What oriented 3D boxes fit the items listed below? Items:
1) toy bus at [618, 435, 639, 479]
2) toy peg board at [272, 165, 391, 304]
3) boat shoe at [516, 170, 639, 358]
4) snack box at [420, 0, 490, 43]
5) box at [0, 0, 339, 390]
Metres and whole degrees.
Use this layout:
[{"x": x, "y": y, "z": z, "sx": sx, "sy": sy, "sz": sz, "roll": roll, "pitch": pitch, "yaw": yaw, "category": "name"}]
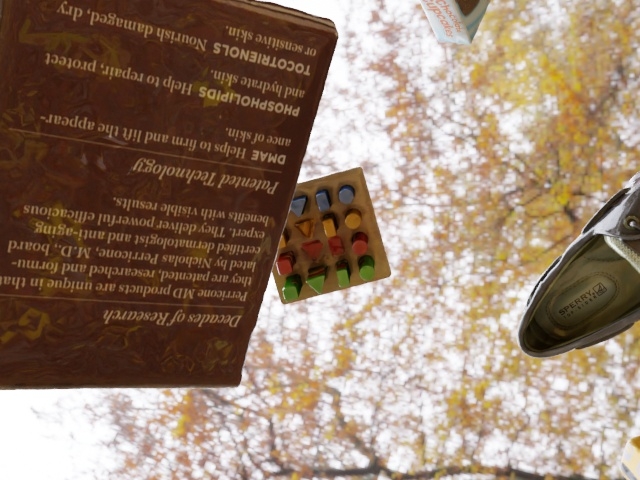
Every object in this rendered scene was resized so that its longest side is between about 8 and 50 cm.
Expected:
[{"x": 0.500, "y": 0.227, "z": 1.028, "sx": 0.333, "sy": 0.108, "sz": 0.130, "roll": 0, "pitch": -60, "yaw": -23, "category": "toy bus"}, {"x": 0.000, "y": 0.000, "z": 1.264, "sx": 0.161, "sy": 0.079, "sz": 0.160, "roll": -15, "pitch": -80, "yaw": 5, "category": "toy peg board"}, {"x": 0.205, "y": 0.004, "z": 0.577, "sx": 0.080, "sy": 0.223, "sz": 0.073, "roll": 45, "pitch": -144, "yaw": 6, "category": "boat shoe"}, {"x": 0.210, "y": -0.449, "z": 1.248, "sx": 0.187, "sy": 0.060, "sz": 0.322, "roll": 49, "pitch": -119, "yaw": -52, "category": "snack box"}, {"x": -0.123, "y": -0.048, "z": 0.495, "sx": 0.167, "sy": 0.168, "sz": 0.203, "roll": 5, "pitch": -72, "yaw": -36, "category": "box"}]
